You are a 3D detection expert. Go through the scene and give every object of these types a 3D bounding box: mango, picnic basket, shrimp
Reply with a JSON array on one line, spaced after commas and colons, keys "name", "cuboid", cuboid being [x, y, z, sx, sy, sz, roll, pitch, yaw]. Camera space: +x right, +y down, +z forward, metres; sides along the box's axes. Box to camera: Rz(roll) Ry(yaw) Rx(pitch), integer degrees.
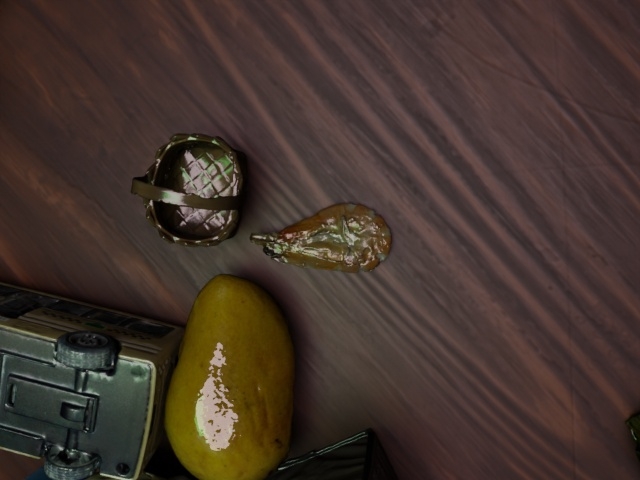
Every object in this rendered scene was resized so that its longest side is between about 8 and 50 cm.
[{"name": "mango", "cuboid": [-0.107, 0.175, 0.781, 0.167, 0.130, 0.262, 8, 84, -22]}, {"name": "picnic basket", "cuboid": [-0.154, -0.060, 0.754, 0.128, 0.178, 0.137, 8, 95, 7]}, {"name": "shrimp", "cuboid": [0.000, 0.000, 0.810, 0.184, 0.043, 0.091, -5, 86, 2]}]

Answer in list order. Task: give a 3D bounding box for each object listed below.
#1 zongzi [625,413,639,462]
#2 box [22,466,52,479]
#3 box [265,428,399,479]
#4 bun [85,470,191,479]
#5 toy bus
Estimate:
[{"name": "zongzi", "cuboid": [0.435, 0.293, 0.690, 0.084, 0.184, 0.187, -27, 90, 5]}, {"name": "box", "cuboid": [-0.376, 0.399, 0.792, 0.083, 0.232, 0.142, -8, 93, 9]}, {"name": "box", "cuboid": [0.012, 0.344, 0.726, 0.188, 0.252, 0.153, -26, 85, 8]}, {"name": "bun", "cuboid": [-0.188, 0.388, 0.791, 0.287, 0.146, 0.287, 16, 135, 17]}, {"name": "toy bus", "cuboid": [-0.364, 0.161, 0.793, 0.365, 0.202, 0.177, 14, 101, 5]}]
